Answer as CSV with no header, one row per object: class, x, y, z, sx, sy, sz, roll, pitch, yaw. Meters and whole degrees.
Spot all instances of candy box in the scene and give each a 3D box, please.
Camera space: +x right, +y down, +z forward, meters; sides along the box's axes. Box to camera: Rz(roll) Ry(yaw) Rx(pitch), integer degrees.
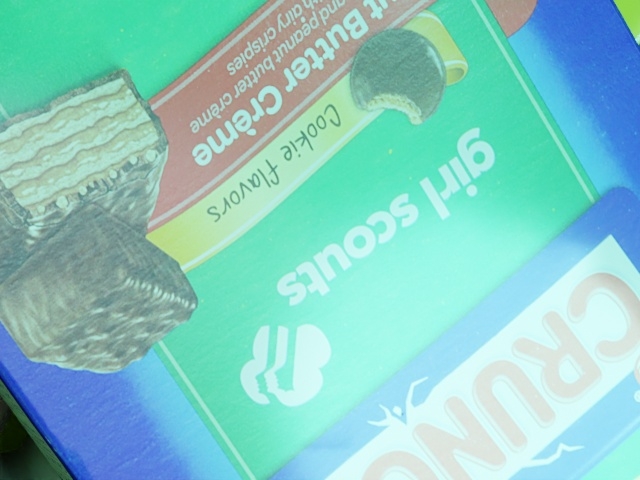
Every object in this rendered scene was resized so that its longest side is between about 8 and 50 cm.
candy box,0.000,0.000,0.759,0.268,0.122,0.317,-36,107,-9

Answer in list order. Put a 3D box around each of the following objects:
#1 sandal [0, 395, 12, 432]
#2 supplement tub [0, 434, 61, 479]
sandal,-0.187,0.070,0.858,0.302,0.086,0.120,-34,168,8
supplement tub,-0.035,0.160,0.934,0.272,0.191,0.191,-9,122,-14
